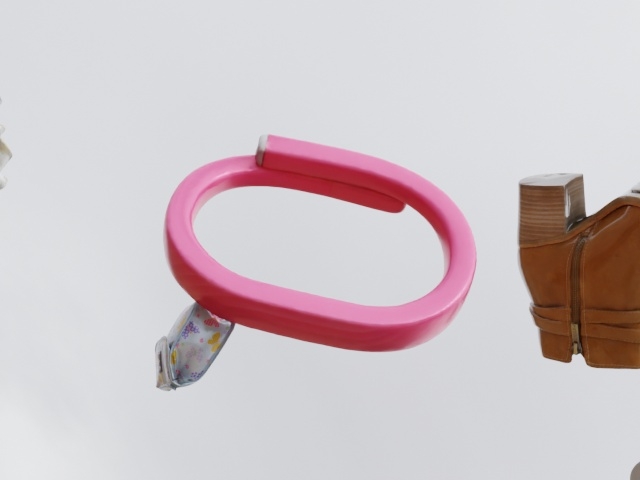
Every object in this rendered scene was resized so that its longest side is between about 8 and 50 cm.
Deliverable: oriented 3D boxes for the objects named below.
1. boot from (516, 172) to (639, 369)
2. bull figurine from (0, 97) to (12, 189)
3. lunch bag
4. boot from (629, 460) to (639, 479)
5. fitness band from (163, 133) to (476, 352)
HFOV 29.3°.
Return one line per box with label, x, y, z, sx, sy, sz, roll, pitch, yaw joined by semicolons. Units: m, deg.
boot;0.340;0.043;1.333;0.283;0.109;0.220;2;-72;36
bull figurine;-0.275;-0.079;0.567;0.101;0.188;0.310;25;-32;52
lunch bag;-0.122;0.099;1.121;0.053;0.083;0.071;32;-16;-9
boot;0.566;0.332;1.670;0.258;0.123;0.095;-3;-95;35
fitness band;0.000;0.000;1.134;0.291;0.209;0.054;12;-43;-1
